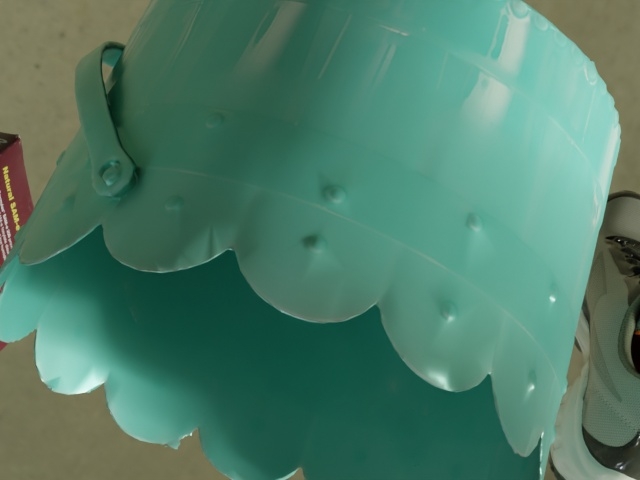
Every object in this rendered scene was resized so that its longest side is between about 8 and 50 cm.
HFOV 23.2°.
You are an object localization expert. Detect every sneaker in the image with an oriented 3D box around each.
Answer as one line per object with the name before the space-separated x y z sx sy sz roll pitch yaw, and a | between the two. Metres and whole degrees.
sneaker | 0.214 0.052 1.015 0.271 0.100 0.108 -78 -167 -51

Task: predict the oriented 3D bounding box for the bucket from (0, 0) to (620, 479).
bucket | 0.000 0.000 0.727 0.183 0.281 0.281 -69 152 -24

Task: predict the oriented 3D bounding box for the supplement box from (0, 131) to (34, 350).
supplement box | -0.264 0.043 0.933 0.239 0.073 0.130 -49 143 -46
